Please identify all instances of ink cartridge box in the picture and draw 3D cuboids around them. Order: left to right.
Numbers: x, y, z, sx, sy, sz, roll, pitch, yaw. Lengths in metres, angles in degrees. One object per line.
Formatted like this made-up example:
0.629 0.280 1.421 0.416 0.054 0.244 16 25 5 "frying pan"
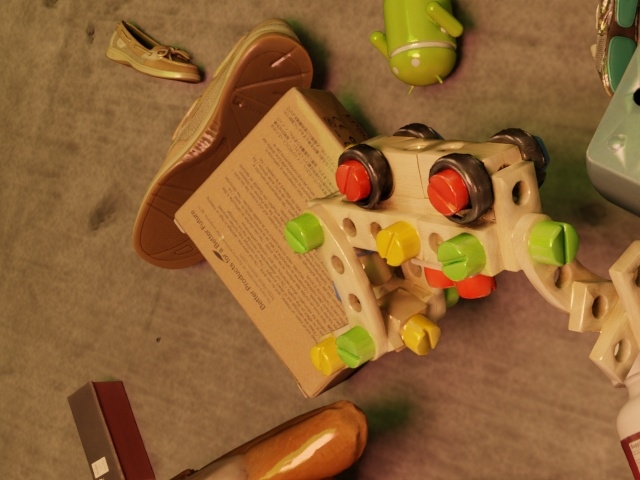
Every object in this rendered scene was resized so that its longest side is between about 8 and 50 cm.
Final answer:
0.000 0.000 1.017 0.193 0.088 0.235 -44 76 24 "ink cartridge box"

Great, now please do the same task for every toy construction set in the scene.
0.105 0.021 0.787 0.327 0.151 0.215 2 114 39 "toy construction set"

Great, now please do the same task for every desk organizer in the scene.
-0.243 0.230 1.213 0.047 0.050 0.130 -35 66 27 "desk organizer"

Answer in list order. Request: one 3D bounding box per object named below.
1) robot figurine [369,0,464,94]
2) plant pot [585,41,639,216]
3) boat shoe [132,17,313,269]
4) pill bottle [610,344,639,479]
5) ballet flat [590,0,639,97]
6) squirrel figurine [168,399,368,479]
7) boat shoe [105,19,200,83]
0.096 -0.201 1.008 0.101 0.067 0.115 -15 77 51 "robot figurine"
0.299 -0.070 0.749 0.165 0.234 0.166 32 103 33 "plant pot"
-0.108 -0.102 1.133 0.302 0.109 0.098 -58 22 22 "boat shoe"
0.299 0.169 0.792 0.121 0.121 0.221 -28 68 30 "pill bottle"
0.257 -0.179 0.915 0.041 0.041 0.114 5 88 36 "ballet flat"
-0.052 0.393 0.962 0.370 0.281 0.397 59 151 2 "squirrel figurine"
-0.195 -0.220 1.225 0.153 0.056 0.048 27 105 42 "boat shoe"
